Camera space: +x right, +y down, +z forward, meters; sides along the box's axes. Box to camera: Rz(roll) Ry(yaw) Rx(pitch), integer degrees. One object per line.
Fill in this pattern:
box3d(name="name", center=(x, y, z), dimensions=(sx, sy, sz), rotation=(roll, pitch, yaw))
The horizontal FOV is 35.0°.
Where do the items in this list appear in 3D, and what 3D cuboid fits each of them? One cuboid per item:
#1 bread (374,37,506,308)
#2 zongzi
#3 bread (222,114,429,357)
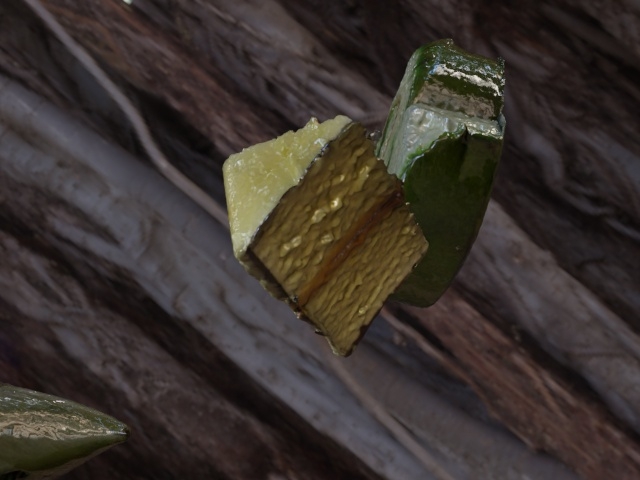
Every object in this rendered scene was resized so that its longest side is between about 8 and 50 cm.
box3d(name="bread", center=(0.139, -0.097, 1.361), dimensions=(0.382, 0.129, 0.366), rotation=(133, 154, -80))
box3d(name="zongzi", center=(-0.318, 0.172, 0.760), dimensions=(0.251, 0.274, 0.125), rotation=(-20, -73, -55))
box3d(name="bread", center=(0.000, 0.000, 1.044), dimensions=(0.178, 0.142, 0.266), rotation=(-63, -37, -20))
